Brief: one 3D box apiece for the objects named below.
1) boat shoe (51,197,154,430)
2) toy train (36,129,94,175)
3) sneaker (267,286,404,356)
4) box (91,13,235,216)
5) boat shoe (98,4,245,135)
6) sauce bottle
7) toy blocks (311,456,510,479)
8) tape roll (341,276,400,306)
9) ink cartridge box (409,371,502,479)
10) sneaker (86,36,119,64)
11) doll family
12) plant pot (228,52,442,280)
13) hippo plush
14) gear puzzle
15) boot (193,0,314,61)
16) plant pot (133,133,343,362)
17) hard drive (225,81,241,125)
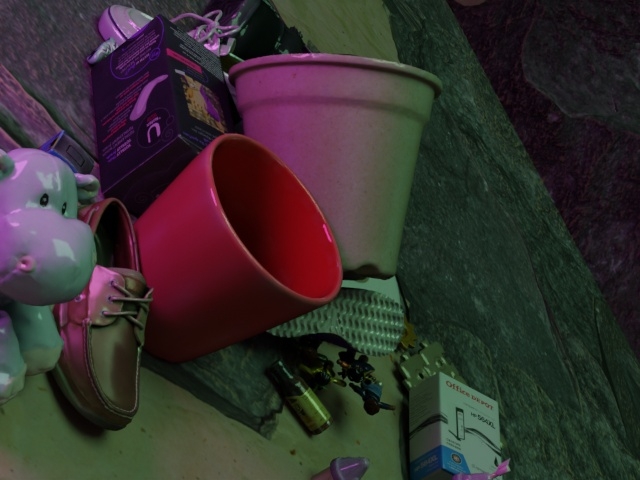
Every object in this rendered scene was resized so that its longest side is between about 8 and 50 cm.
[{"bbox_3d":[-0.271,0.078,1.519,0.123,0.116,0.324,27,37,-48],"label":"boat shoe"},{"bbox_3d":[-0.358,-0.061,1.546,0.080,0.105,0.184,47,25,-19],"label":"toy train"},{"bbox_3d":[-0.005,0.107,1.941,0.293,0.102,0.146,16,0,-34],"label":"sneaker"},{"bbox_3d":[-0.236,-0.179,1.850,0.143,0.165,0.270,33,33,-42],"label":"box"},{"bbox_3d":[-0.185,-0.312,2.045,0.367,0.156,0.136,34,31,-11],"label":"boat shoe"},{"bbox_3d":[-0.032,0.238,1.866,0.128,0.042,0.042,53,24,-4],"label":"sauce bottle"},{"bbox_3d":[0.125,0.408,1.676,0.309,0.260,0.288,54,24,-6],"label":"toy blocks"},{"bbox_3d":[0.000,0.000,2.167,0.392,0.072,0.392,45,24,-26],"label":"tape roll"},{"bbox_3d":[0.234,0.350,2.115,0.148,0.086,0.203,29,42,-26],"label":"ink cartridge box"},{"bbox_3d":[-0.332,-0.285,1.959,0.069,0.038,0.098,50,25,-13],"label":"sneaker"},{"bbox_3d":[0.035,0.214,1.936,0.193,0.076,0.111,17,9,-3],"label":"doll family"},{"bbox_3d":[0.015,-0.098,1.876,0.334,0.333,0.305,13,79,-57],"label":"plant pot"},{"bbox_3d":[-0.331,0.010,1.343,0.234,0.236,0.294,21,42,-52],"label":"hippo plush"},{"bbox_3d":[0.207,0.277,2.270,0.339,0.044,0.175,56,33,8],"label":"gear puzzle"},{"bbox_3d":[-0.048,-0.288,2.381,0.445,0.146,0.367,52,22,-19],"label":"boot"},{"bbox_3d":[-0.146,0.027,1.665,0.275,0.243,0.275,43,28,-29],"label":"plant pot"},{"bbox_3d":[-0.198,-0.198,1.983,0.022,0.135,0.094,17,45,-56],"label":"hard drive"}]
